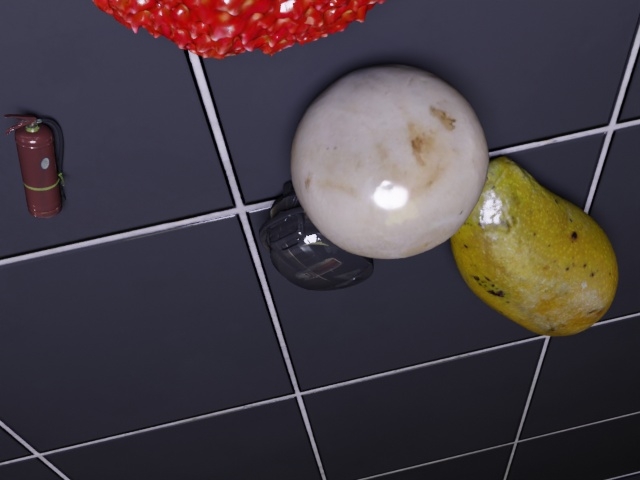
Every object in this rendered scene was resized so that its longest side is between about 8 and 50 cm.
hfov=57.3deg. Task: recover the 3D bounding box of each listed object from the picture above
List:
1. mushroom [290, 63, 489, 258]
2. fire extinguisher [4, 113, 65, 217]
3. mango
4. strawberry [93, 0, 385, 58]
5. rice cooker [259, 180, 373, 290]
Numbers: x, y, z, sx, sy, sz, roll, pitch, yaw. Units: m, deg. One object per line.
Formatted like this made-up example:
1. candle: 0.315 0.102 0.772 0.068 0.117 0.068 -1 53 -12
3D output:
1. mushroom: 0.072 -0.076 0.646 0.207 0.207 0.215 -15 168 1
2. fire extinguisher: -0.300 -0.083 0.626 0.056 0.039 0.132 -28 148 -37
3. mango: 0.292 0.024 0.817 0.329 0.175 0.176 29 77 -37
4. strawberry: -0.052 -0.233 0.393 0.261 0.257 0.261 -15 139 -13
5. rice cooker: 0.000 0.000 0.744 0.112 0.106 0.165 -24 135 27
